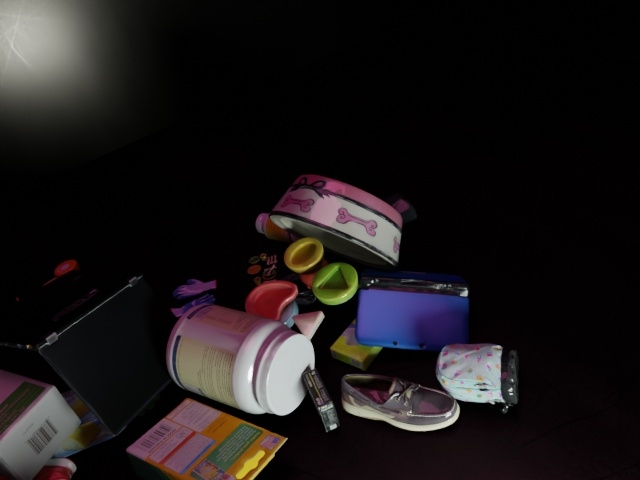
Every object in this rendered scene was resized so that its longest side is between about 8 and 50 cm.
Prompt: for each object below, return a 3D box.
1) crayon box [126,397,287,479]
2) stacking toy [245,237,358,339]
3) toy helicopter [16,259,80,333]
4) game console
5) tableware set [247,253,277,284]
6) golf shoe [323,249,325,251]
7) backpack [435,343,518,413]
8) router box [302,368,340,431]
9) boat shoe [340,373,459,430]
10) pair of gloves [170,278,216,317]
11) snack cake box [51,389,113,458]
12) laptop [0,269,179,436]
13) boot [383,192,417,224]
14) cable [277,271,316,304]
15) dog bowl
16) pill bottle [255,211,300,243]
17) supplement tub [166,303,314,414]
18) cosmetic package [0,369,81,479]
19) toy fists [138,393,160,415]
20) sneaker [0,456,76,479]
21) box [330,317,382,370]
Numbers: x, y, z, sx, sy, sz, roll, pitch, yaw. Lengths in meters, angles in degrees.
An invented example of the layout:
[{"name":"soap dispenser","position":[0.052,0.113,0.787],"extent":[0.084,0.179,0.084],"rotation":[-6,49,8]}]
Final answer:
[{"name":"crayon box","position":[-0.256,0.496,1.350],"extent":[0.323,0.083,0.203],"rotation":[9,29,33]},{"name":"stacking toy","position":[-0.034,0.167,1.673],"extent":[0.280,0.130,0.309],"rotation":[25,63,38]},{"name":"toy helicopter","position":[-0.898,0.236,1.978],"extent":[0.235,0.140,0.355],"rotation":[-24,37,-7]},{"name":"game console","position":[0.249,0.184,1.614],"extent":[0.293,0.173,0.250],"rotation":[5,5,7]},{"name":"tableware set","position":[-0.199,0.094,1.982],"extent":[0.104,0.024,0.154],"rotation":[-13,35,6]},{"name":"golf shoe","position":[0.000,0.000,2.000],"extent":[0.094,0.077,0.198],"rotation":[21,55,27]},{"name":"backpack","position":[0.362,0.306,1.367],"extent":[0.182,0.115,0.152],"rotation":[-3,39,23]},{"name":"router box","position":[0.001,0.384,1.424],"extent":[0.038,0.092,0.122],"rotation":[-23,35,-9]},{"name":"boat shoe","position":[0.176,0.368,1.374],"extent":[0.285,0.092,0.103],"rotation":[3,39,27]},{"name":"pair of gloves","position":[-0.419,0.187,1.943],"extent":[0.159,0.023,0.198],"rotation":[-14,35,3]},{"name":"snack cake box","position":[-0.691,0.492,1.564],"extent":[0.264,0.089,0.152],"rotation":[-22,36,-7]},{"name":"laptop","position":[-0.601,0.266,1.535],"extent":[0.408,0.236,0.382],"rotation":[2,23,22]},{"name":"boot","position":[0.186,-0.096,2.023],"extent":[0.207,0.094,0.246],"rotation":[-33,44,-18]},{"name":"cable","position":[-0.071,0.139,1.844],"extent":[0.185,0.047,0.150],"rotation":[1,38,24]},{"name":"dog bowl","position":[0.061,-0.056,1.736],"extent":[0.408,0.408,0.150],"rotation":[16,79,38]},{"name":"pill bottle","position":[-0.138,-0.049,2.087],"extent":[0.184,0.103,0.103],"rotation":[11,43,34]},{"name":"supplement tub","position":[-0.203,0.301,1.500],"extent":[0.325,0.235,0.235],"rotation":[9,42,32]},{"name":"cosmetic package","position":[-0.813,0.444,1.469],"extent":[0.366,0.155,0.197],"rotation":[5,40,28]},{"name":"toy fists","position":[-0.502,0.359,1.633],"extent":[0.096,0.142,0.279],"rotation":[-27,32,10]},{"name":"sneaker","position":[-0.718,0.602,1.425],"extent":[0.221,0.087,0.128],"rotation":[-13,33,7]},{"name":"box","position":[0.121,0.262,1.592],"extent":[0.109,0.042,0.178],"rotation":[16,46,35]}]
